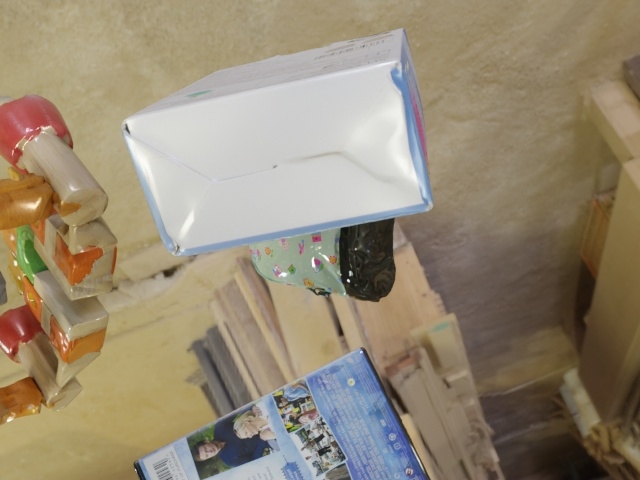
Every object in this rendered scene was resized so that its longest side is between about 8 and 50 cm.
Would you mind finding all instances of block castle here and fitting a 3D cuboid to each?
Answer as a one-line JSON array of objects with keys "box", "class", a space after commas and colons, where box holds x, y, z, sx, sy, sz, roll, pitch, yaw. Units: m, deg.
[{"box": [-0.442, 0.051, 0.835, 0.303, 0.213, 0.453, -20, 146, -39], "class": "block castle"}]

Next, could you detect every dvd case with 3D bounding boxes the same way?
[{"box": [-0.030, 0.238, 0.658, 0.253, 0.180, 0.022, -27, 173, 1], "class": "dvd case"}]

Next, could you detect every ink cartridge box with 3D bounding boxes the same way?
[{"box": [-0.016, -0.139, 0.806, 0.270, 0.395, 0.151, -10, 112, 11], "class": "ink cartridge box"}]

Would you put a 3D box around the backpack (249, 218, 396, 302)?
[{"box": [0.000, 0.000, 0.883, 0.182, 0.152, 0.115, 6, -175, 38], "class": "backpack"}]
